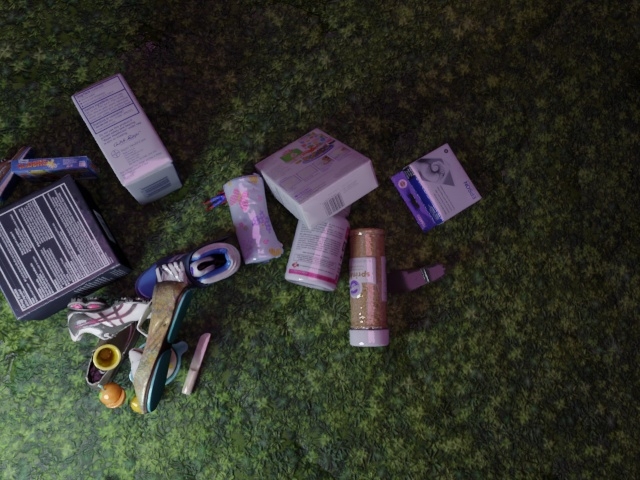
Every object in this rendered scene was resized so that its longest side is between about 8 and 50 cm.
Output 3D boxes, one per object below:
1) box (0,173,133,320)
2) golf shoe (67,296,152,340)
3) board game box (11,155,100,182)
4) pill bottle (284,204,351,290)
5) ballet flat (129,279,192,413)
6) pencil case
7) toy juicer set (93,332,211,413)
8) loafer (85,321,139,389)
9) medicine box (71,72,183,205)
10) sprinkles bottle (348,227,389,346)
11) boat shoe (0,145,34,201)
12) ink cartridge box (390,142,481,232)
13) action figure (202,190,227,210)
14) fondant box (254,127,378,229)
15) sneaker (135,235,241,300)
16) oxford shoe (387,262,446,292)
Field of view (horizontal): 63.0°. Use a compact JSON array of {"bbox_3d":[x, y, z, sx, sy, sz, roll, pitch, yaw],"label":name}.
[{"bbox_3d":[-0.744,0.025,1.466,0.294,0.183,0.296,-29,85,-12],"label":"box"},{"bbox_3d":[-0.560,0.216,1.457,0.272,0.105,0.120,-1,81,-4],"label":"golf shoe"},{"bbox_3d":[-0.764,-0.205,1.520,0.201,0.136,0.035,-5,83,-9],"label":"board game box"},{"bbox_3d":[0.000,0.000,1.584,0.160,0.160,0.283,14,80,-6],"label":"pill bottle"},{"bbox_3d":[-0.440,0.272,1.381,0.123,0.123,0.349,16,83,-5],"label":"ballet flat"},{"bbox_3d":[-0.203,-0.062,1.577,0.124,0.113,0.273,-17,88,6],"label":"pencil case"},{"bbox_3d":[-0.460,0.381,1.467,0.328,0.089,0.209,-1,89,-27],"label":"toy juicer set"},{"bbox_3d":[-0.594,0.309,1.494,0.094,0.087,0.251,20,80,-4],"label":"loafer"},{"bbox_3d":[-0.540,-0.276,1.496,0.149,0.263,0.289,-30,87,-11],"label":"medicine box"},{"bbox_3d":[0.146,0.143,1.604,0.121,0.121,0.356,0,81,-8],"label":"sprinkles bottle"},{"bbox_3d":[-0.917,-0.207,1.534,0.066,0.066,0.183,29,79,-2],"label":"boat shoe"},{"bbox_3d":[0.381,-0.174,1.719,0.224,0.045,0.223,-32,88,-10],"label":"ink cartridge box"},{"bbox_3d":[-0.308,-0.131,1.628,0.115,0.030,0.038,-28,83,-13],"label":"action figure"},{"bbox_3d":[-0.020,-0.193,1.535,0.238,0.330,0.096,-33,129,-11],"label":"fondant box"},{"bbox_3d":[-0.383,0.085,1.479,0.322,0.236,0.130,-16,84,-10],"label":"sneaker"},{"bbox_3d":[0.290,0.122,1.657,0.212,0.076,0.076,-13,86,7],"label":"oxford shoe"}]
